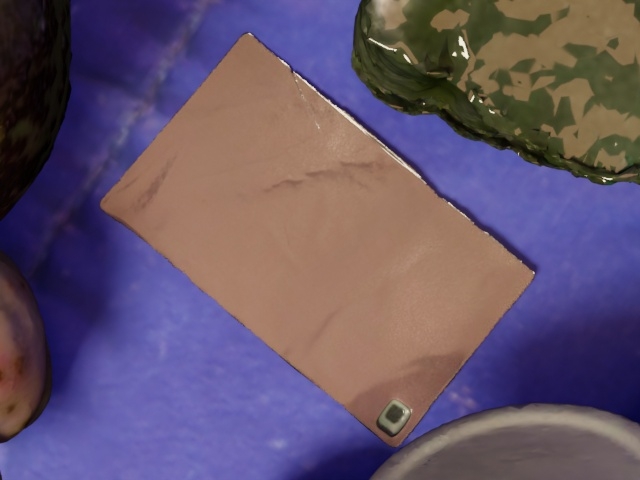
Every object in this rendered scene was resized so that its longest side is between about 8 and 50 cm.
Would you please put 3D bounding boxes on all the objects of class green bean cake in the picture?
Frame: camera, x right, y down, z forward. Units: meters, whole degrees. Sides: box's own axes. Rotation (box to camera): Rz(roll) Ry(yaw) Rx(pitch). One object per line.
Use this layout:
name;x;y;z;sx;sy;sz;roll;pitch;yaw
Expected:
green bean cake;0.156;-0.143;0.514;0.241;0.132;0.255;19;89;-5

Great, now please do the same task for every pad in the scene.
pad;0.000;0.000;0.557;0.188;0.006;0.113;40;87;-3

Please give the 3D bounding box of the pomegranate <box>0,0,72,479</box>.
pomegranate;-0.203;-0.034;0.421;0.285;0.285;0.340;-27;115;-6

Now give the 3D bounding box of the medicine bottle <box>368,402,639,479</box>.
medicine bottle;0.102;0.200;0.462;0.145;0.144;0.252;-20;110;-6
